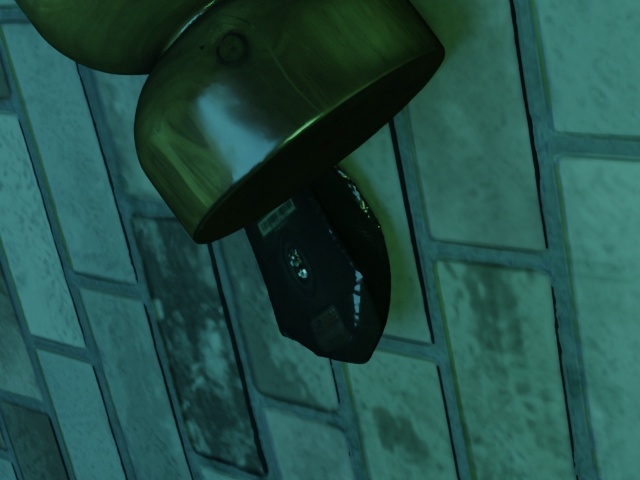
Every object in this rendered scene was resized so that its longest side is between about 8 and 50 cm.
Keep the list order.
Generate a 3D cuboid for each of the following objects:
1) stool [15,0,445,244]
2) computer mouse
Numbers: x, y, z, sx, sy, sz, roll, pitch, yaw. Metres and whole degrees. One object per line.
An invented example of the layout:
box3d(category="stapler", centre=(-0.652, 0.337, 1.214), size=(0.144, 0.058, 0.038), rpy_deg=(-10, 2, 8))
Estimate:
box3d(category="stool", centre=(-0.077, -0.154, 0.724), size=(0.264, 0.179, 0.179), rpy_deg=(54, 139, 6))
box3d(category="computer mouse", centre=(0.000, 0.000, 0.840), size=(0.099, 0.057, 0.172), rpy_deg=(-38, 74, 51))
